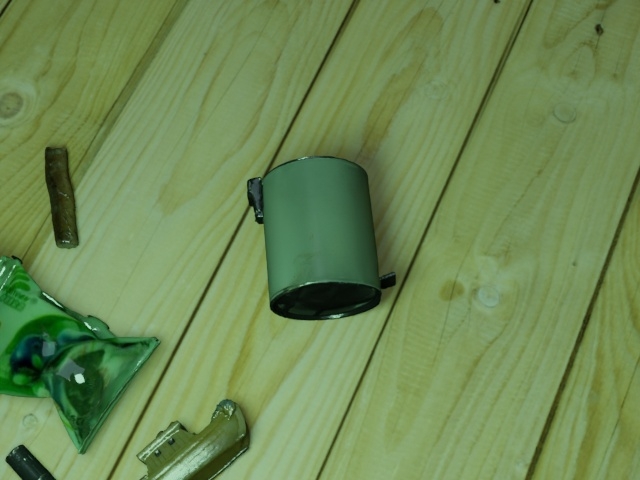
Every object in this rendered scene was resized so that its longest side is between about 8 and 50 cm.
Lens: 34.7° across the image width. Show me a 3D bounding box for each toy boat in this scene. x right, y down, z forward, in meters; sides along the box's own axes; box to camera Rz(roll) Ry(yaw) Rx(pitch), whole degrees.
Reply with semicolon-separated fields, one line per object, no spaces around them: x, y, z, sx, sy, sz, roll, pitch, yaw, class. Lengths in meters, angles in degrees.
-0.274;0.414;1.902;0.321;0.089;0.121;-38;65;-11;toy boat

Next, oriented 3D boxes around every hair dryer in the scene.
-0.564;0.492;1.870;0.173;0.050;0.195;39;52;17;hair dryer

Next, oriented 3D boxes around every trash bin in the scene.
0.000;0.000;1.994;0.277;0.217;0.263;-4;68;-1;trash bin

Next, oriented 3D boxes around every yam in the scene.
-0.542;-0.093;2.140;0.056;0.057;0.241;-12;66;-3;yam

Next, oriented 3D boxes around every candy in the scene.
-0.536;0.203;1.935;0.398;0.172;0.263;30;72;-2;candy
